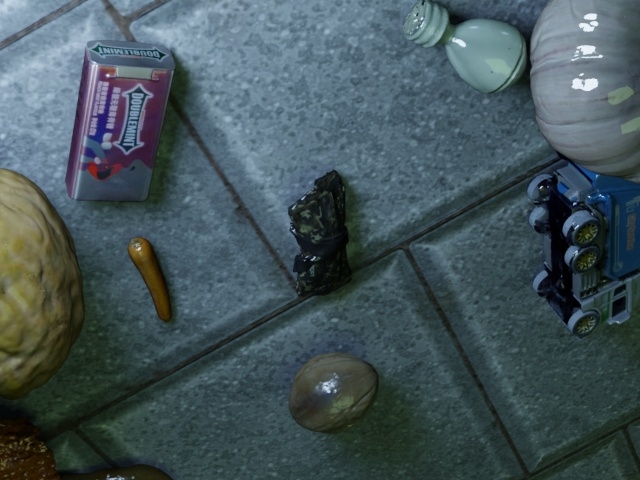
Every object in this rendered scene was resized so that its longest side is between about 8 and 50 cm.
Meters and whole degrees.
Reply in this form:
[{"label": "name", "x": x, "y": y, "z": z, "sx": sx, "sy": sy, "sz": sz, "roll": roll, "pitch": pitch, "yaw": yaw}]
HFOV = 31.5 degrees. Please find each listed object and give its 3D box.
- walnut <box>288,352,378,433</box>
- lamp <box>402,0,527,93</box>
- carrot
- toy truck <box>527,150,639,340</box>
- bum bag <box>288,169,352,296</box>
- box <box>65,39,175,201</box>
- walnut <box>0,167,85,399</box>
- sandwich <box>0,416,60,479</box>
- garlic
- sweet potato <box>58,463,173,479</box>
[{"label": "walnut", "x": 0.022, "y": 0.264, "z": 1.967, "sx": 0.162, "sy": 0.140, "sz": 0.140, "roll": -45, "pitch": 130, "yaw": 7}, {"label": "lamp", "x": 0.209, "y": -0.279, "z": 1.621, "sx": 0.193, "sy": 0.106, "sz": 0.106, "roll": 20, "pitch": 119, "yaw": -23}, {"label": "carrot", "x": -0.257, "y": 0.067, "z": 1.758, "sx": 0.037, "sy": 0.037, "sz": 0.190, "roll": -20, "pitch": 134, "yaw": -5}, {"label": "toy truck", "x": 0.456, "y": -0.007, "z": 1.911, "sx": 0.175, "sy": 0.146, "sz": 0.367, "roll": -20, "pitch": 133, "yaw": -11}, {"label": "bum bag", "x": 0.000, "y": 0.001, "z": 1.782, "sx": 0.102, "sy": 0.069, "sz": 0.248, "roll": -44, "pitch": 141, "yaw": -34}, {"label": "box", "x": -0.275, "y": -0.157, "z": 1.541, "sx": 0.120, "sy": 0.069, "sz": 0.224, "roll": -1, "pitch": 128, "yaw": -22}, {"label": "walnut", "x": -0.472, "y": 0.049, "z": 1.492, "sx": 0.306, "sy": 0.306, "sz": 0.344, "roll": -15, "pitch": 125, "yaw": -10}, {"label": "sandwich", "x": -0.504, "y": 0.359, "z": 1.865, "sx": 0.185, "sy": 0.109, "sz": 0.160, "roll": 20, "pitch": 98, "yaw": -32}, {"label": "garlic", "x": 0.421, "y": -0.232, "z": 1.623, "sx": 0.317, "sy": 0.259, "sz": 0.317, "roll": -7, "pitch": 102, "yaw": -40}, {"label": "sweet potato", "x": -0.348, "y": 0.424, "z": 2.007, "sx": 0.249, "sy": 0.059, "sz": 0.069, "roll": 10, "pitch": 136, "yaw": -23}]
